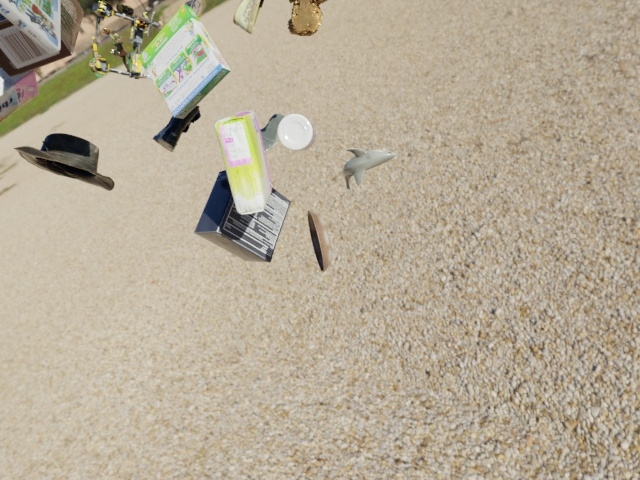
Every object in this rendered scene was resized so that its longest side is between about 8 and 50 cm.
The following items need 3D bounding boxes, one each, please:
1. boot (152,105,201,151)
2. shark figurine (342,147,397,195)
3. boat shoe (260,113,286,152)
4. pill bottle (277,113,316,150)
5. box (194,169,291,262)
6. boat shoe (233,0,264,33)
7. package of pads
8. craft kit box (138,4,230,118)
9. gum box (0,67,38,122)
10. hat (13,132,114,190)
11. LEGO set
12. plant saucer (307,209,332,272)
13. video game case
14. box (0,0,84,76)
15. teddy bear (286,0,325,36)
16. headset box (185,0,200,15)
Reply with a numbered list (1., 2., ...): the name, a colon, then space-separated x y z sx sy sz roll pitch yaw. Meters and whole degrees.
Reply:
1. boot: -0.594 -0.480 1.722 0.207 0.094 0.246 -58 28 -9
2. shark figurine: 0.129 -0.240 1.483 0.278 0.166 0.116 -28 63 58
3. boat shoe: -0.276 -0.523 2.123 0.321 0.118 0.103 -61 2 -31
4. pill bottle: -0.072 -0.350 1.358 0.111 0.112 0.187 -25 8 9
5. box: -0.316 -0.099 1.715 0.182 0.296 0.294 -3 62 42
6. boat shoe: -0.238 -0.964 1.627 0.285 0.089 0.105 -53 9 21
7. package of pads: -0.235 -0.253 1.320 0.101 0.297 0.229 -9 21 4
8. craft kit box: -0.449 -0.577 1.351 0.249 0.247 0.061 -33 -1 24
9. gum box: -0.944 -0.441 1.235 0.107 0.062 0.189 -43 19 54
10. hat: -0.897 -0.305 1.495 0.331 0.331 0.134 3 72 41
11. LEGO set: -0.808 -0.815 1.704 0.192 0.254 0.332 21 98 42
12. plant saucer: 0.000 0.000 1.279 0.036 0.199 0.199 -13 33 -8
13. video game case: -0.687 -0.627 0.878 0.036 0.300 0.329 -17 70 9
14. box: -0.843 -0.653 1.226 0.191 0.143 0.382 -22 46 -3
15. teddy bear: -0.034 -0.901 1.456 0.244 0.338 0.113 -8 10 26
16. headset box: -0.536 -0.944 1.700 0.062 0.032 0.084 3 76 34
